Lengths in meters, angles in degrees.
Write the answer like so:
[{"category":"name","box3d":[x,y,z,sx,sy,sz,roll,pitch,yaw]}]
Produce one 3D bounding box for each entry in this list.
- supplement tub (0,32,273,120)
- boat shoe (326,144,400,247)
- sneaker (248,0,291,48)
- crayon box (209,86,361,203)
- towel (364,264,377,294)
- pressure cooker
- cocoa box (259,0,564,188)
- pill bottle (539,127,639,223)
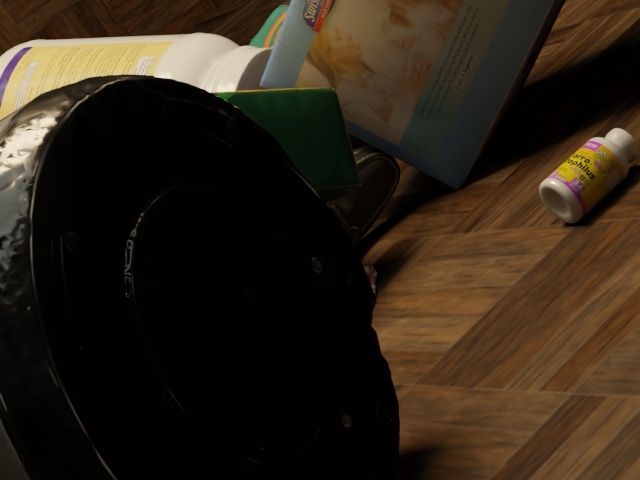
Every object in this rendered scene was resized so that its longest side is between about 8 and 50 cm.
[{"category":"supplement tub","box3d":[-0.198,-0.111,1.933,0.331,0.241,0.241,1,32,26]},{"category":"boat shoe","box3d":[-0.001,0.000,1.647,0.223,0.080,0.073,-42,21,-6]},{"category":"sneaker","box3d":[-0.004,-0.234,1.972,0.302,0.108,0.121,-15,50,53]},{"category":"crayon box","box3d":[-0.199,-0.028,1.571,0.313,0.106,0.363,-8,-11,-40]},{"category":"towel","box3d":[-0.022,0.091,1.492,0.144,0.029,0.197,-30,16,18]},{"category":"pressure cooker","box3d":[-0.206,0.126,1.155,0.420,0.376,0.370,-25,-13,34]},{"category":"cocoa box","box3d":[0.125,-0.274,1.630,0.228,0.231,0.347,-57,-8,-51]},{"category":"pill bottle","box3d":[0.219,-0.054,1.385,0.083,0.043,0.043,-41,16,-19]}]
